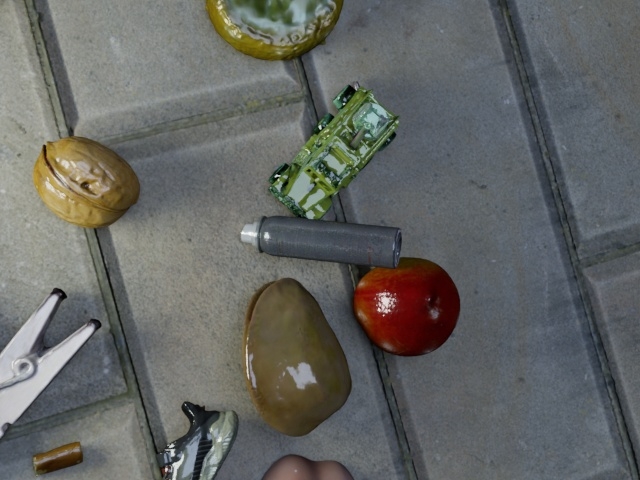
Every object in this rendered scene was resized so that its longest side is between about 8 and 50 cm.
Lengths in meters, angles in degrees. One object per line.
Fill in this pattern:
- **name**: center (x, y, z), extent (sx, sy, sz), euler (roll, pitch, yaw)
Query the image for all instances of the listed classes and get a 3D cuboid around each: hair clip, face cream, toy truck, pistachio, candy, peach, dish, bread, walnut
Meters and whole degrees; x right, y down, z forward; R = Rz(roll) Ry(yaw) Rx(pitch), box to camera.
- **hair clip**: center (-0.500, 0.234, 1.730), extent (0.101, 0.085, 0.331), euler (39, 82, -7)
- **face cream**: center (0.000, 0.000, 1.855), extent (0.283, 0.073, 0.073), euler (6, 82, 13)
- **toy truck**: center (0.027, -0.155, 1.887), extent (0.128, 0.135, 0.259), euler (43, 87, -10)
- **pistachio**: center (-0.054, 0.200, 1.825), extent (0.212, 0.163, 0.261), euler (-27, 90, -50)
- **candy**: center (-0.084, -0.451, 1.909), extent (0.259, 0.118, 0.260), euler (1, 84, -11)
- **peach**: center (0.158, 0.117, 1.876), extent (0.197, 0.197, 0.197), euler (2, 84, -16)
- **dish**: center (-0.012, 0.480, 1.843), extent (0.213, 0.090, 0.213), euler (2, 83, -17)
- **bread**: center (-0.437, 0.361, 1.757), extent (0.083, 0.047, 0.036), euler (-15, 58, -19)
- **walnut**: center (-0.395, -0.097, 1.769), extent (0.180, 0.144, 0.144), euler (39, 75, -18)

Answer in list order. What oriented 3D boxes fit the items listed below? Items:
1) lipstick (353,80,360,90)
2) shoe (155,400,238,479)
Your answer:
- **lipstick**: center (0.082, -0.248, 1.978), extent (0.025, 0.025, 0.107), euler (-20, 90, -17)
- **shoe**: center (-0.227, 0.376, 1.795), extent (0.112, 0.099, 0.227), euler (31, 73, -4)
